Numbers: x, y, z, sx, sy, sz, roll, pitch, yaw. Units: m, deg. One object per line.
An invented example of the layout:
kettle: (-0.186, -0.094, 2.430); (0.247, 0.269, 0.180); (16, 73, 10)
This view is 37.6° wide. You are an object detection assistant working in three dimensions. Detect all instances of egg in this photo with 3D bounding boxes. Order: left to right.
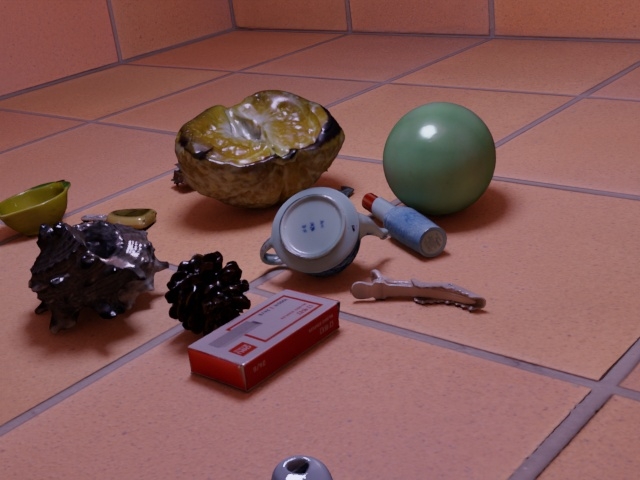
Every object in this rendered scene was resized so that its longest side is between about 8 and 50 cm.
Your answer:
egg: (0.235, -0.163, 1.858); (0.220, 0.220, 0.269); (-1, 16, 14)

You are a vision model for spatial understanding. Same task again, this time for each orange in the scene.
orange: (-0.136, -0.184, 2.028); (0.369, 0.210, 0.271); (-20, 49, -25)

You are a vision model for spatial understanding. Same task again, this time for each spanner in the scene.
spanner: (0.040, -0.059, 1.936); (0.071, 0.017, 0.302); (-7, 21, 2)

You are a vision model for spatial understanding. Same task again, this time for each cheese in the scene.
cheese: (-0.439, -0.046, 2.026); (0.162, 0.036, 0.086); (1, 22, 18)

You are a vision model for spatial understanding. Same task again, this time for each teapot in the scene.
teapot: (0.000, 0.000, 1.669); (0.232, 0.159, 0.159); (-14, 21, 10)

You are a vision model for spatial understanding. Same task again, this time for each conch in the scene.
conch: (-0.380, 0.056, 1.618); (0.241, 0.186, 0.313); (-5, 2, -11)

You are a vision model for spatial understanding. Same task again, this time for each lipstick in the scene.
lipstick: (0.147, -0.039, 1.792); (0.068, 0.061, 0.274); (-17, 25, -18)

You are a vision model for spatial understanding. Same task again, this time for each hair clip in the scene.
hair clip: (0.165, 0.081, 1.535); (0.226, 0.034, 0.072); (4, 24, 25)

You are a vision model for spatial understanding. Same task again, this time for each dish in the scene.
dish: (-0.620, -0.063, 2.067); (0.149, 0.080, 0.208); (1, 25, 30)

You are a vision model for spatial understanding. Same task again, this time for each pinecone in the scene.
pinecone: (-0.174, 0.088, 1.492); (0.140, 0.140, 0.121); (-22, 42, -33)

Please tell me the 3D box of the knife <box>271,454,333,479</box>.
knife: (0.049, 0.327, 0.978); (0.080, 0.044, 0.331); (-11, 27, -29)

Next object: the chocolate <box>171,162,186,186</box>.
chocolate: (-0.198, -0.190, 2.265); (0.329, 0.065, 0.102); (-16, 23, -25)

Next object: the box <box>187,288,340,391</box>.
box: (-0.080, 0.145, 1.432); (0.123, 0.050, 0.229); (13, 30, 39)
